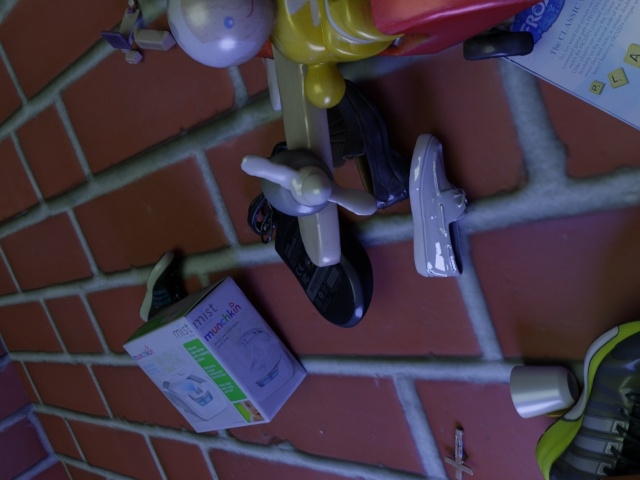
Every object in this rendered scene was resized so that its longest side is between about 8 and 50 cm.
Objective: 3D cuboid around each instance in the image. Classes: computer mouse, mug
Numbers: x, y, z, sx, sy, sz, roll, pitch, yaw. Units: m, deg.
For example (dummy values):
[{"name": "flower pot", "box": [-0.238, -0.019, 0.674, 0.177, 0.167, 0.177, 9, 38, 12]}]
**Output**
[{"name": "computer mouse", "box": [0.000, 0.000, 0.847, 0.272, 0.072, 0.189, 55, 140, 24]}, {"name": "mug", "box": [0.273, 0.178, 0.699, 0.064, 0.078, 0.062, -20, 64, 37]}]

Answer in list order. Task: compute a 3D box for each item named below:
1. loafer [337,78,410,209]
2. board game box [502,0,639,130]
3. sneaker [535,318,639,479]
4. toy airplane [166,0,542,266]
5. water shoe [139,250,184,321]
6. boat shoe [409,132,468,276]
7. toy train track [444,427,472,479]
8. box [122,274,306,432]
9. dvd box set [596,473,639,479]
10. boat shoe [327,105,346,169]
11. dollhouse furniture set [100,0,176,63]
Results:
[{"name": "loafer", "box": [0.054, -0.118, 0.722, 0.170, 0.061, 0.062, 60, 169, 3]}, {"name": "board game box", "box": [0.323, -0.227, 0.428, 0.318, 0.065, 0.319, 39, 132, 22]}, {"name": "sneaker", "box": [0.317, 0.202, 0.595, 0.111, 0.121, 0.300, 6, 126, 1]}, {"name": "toy airplane", "box": [-0.028, -0.217, 0.549, 0.386, 0.272, 0.384, 55, 140, 19]}, {"name": "water shoe", "box": [-0.308, 0.101, 1.189, 0.080, 0.073, 0.203, 26, 132, -2]}, {"name": "boat shoe", "box": [0.144, -0.037, 0.696, 0.063, 0.066, 0.184, 5, 113, 25]}, {"name": "toy train track", "box": [0.204, 0.310, 0.852, 0.048, 0.014, 0.083, 14, 114, 46]}, {"name": "box", "box": [-0.196, 0.213, 1.063, 0.262, 0.127, 0.231, -25, 106, 46]}, {"name": "dvd box set", "box": [0.486, 0.315, 0.464, 0.420, 0.062, 0.308, -17, 101, 27]}, {"name": "boat shoe", "box": [-0.003, -0.167, 0.769, 0.048, 0.056, 0.153, -5, 105, 51]}, {"name": "dollhouse furniture set", "box": [-0.278, -0.345, 0.963, 0.114, 0.091, 0.081, 10, 77, 15]}]
